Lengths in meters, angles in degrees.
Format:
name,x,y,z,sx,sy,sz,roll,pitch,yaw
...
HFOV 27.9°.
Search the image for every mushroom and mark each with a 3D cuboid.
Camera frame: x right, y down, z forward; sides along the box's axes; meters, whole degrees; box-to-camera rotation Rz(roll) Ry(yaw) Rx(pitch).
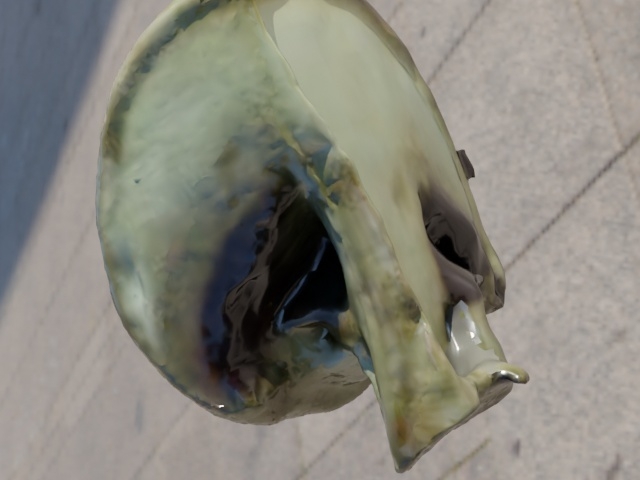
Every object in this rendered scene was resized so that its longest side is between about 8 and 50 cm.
name,x,y,z,sx,sy,sz,roll,pitch,yaw
mushroom,-0.001,-0.006,0.801,0.212,0.292,0.217,-38,-2,20
